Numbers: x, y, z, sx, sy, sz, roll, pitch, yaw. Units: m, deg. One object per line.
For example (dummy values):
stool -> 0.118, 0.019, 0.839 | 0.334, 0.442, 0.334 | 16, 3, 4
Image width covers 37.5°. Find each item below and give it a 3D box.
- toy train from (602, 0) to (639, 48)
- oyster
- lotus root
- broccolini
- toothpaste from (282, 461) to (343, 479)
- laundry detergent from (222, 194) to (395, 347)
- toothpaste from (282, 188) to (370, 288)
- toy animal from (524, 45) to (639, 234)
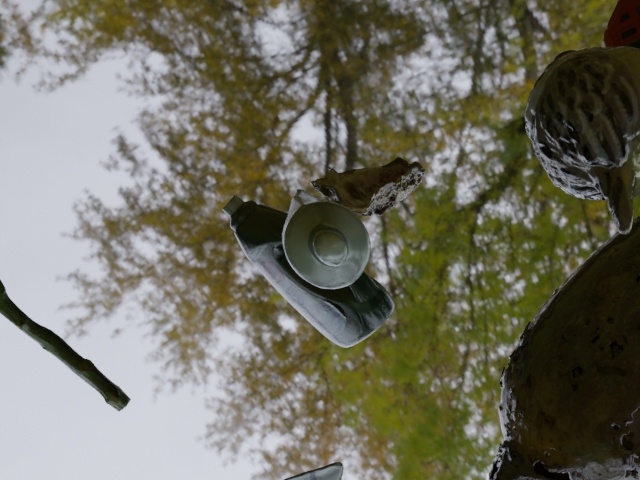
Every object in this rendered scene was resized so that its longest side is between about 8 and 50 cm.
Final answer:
toy train -> 0.412, -0.123, 1.096 | 0.089, 0.086, 0.409 | -27, -123, 28
oyster -> 0.063, -0.058, 1.033 | 0.148, 0.051, 0.103 | -24, -151, -28
lotus root -> 0.287, 0.064, 0.707 | 0.397, 0.196, 0.179 | -43, -160, -2
broccolini -> -0.276, 0.074, 0.884 | 0.071, 0.254, 0.057 | -51, -169, -4
toothpaste -> -0.004, 0.301, 0.962 | 0.064, 0.218, 0.041 | -14, -139, -13
laundry detergent -> -0.019, 0.024, 1.036 | 0.063, 0.211, 0.137 | -49, -175, -24
toothpaste -> 0.000, 0.000, 0.448 | 0.035, 0.057, 0.197 | -21, -178, -2
toy animal -> 0.166, -0.063, 0.575 | 0.098, 0.098, 0.137 | 1, -135, 36
